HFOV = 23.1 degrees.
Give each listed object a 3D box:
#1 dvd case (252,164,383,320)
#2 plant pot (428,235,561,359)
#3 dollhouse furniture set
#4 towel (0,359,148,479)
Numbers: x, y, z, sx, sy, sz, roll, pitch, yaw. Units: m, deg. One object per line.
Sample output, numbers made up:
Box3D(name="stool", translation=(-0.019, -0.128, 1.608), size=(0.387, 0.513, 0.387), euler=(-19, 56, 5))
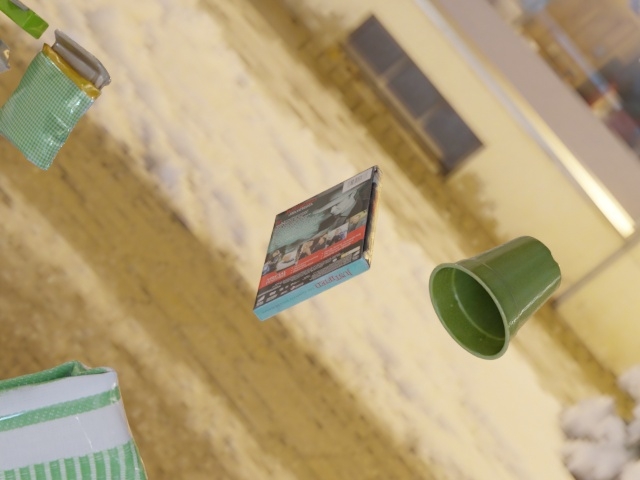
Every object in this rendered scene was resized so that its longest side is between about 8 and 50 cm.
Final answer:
Box3D(name="dvd case", translation=(0.000, 0.000, 1.053), size=(0.013, 0.087, 0.119), euler=(53, 23, -25))
Box3D(name="plant pot", translation=(0.139, 0.035, 1.188), size=(0.083, 0.079, 0.083), euler=(38, -34, 32))
Box3D(name="dollhouse furniture set", translation=(-0.205, -0.118, 0.981), size=(0.152, 0.076, 0.058), euler=(38, 0, 35))
Box3D(name="towel", translation=(-0.198, 0.240, 0.863), size=(0.038, 0.248, 0.324), euler=(-142, -138, -71))
